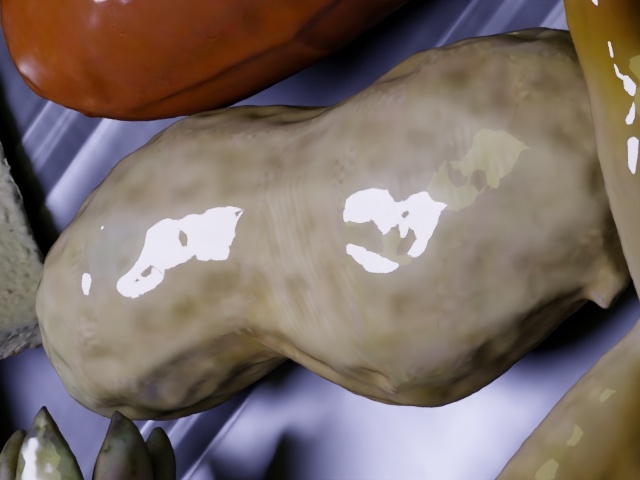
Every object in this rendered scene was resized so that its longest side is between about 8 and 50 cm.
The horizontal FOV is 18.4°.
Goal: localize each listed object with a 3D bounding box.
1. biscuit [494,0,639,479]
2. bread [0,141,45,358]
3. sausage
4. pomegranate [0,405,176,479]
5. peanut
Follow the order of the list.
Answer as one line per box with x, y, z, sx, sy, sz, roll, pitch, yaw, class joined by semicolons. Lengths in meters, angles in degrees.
0.126;0.030;0.571;0.164;0.047;0.207;13;94;-8;biscuit
-0.159;-0.019;0.808;0.153;0.068;0.028;66;157;21;bread
-0.008;-0.131;0.678;0.258;0.133;0.133;-33;67;24;sausage
-0.075;0.170;0.664;0.187;0.187;0.225;-18;67;32;pomegranate
0.000;0.000;0.672;0.263;0.101;0.117;-10;59;34;peanut
